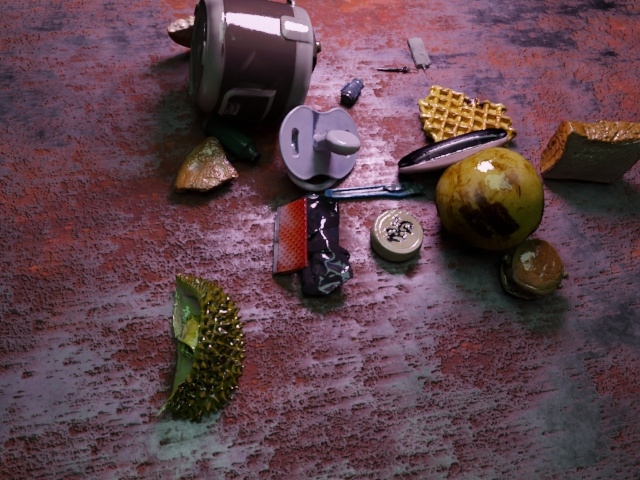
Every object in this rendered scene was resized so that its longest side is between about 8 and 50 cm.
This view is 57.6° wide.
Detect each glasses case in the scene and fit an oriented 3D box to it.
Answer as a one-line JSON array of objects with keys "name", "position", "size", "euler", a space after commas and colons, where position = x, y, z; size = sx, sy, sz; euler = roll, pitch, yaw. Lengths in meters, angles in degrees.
[{"name": "glasses case", "position": [0.370, -0.251, 1.635], "size": [0.314, 0.122, 0.075], "euler": [-17, 99, 4]}]

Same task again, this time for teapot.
[{"name": "teapot", "position": [0.093, -0.454, 1.780], "size": [0.049, 0.063, 0.083], "euler": [46, 59, -19]}]

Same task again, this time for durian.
[{"name": "durian", "position": [-0.272, 0.246, 1.357], "size": [0.169, 0.157, 0.356], "euler": [-14, 59, 26]}]

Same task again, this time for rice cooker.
[{"name": "rice cooker", "position": [-0.177, -0.481, 1.571], "size": [0.325, 0.335, 0.335], "euler": [2, 62, -22]}]

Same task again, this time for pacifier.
[{"name": "pacifier", "position": [0.028, -0.246, 1.547], "size": [0.279, 0.207, 0.228], "euler": [-7, 97, -39]}]

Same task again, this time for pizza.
[{"name": "pizza", "position": [-0.297, -0.193, 1.579], "size": [0.161, 0.062, 0.182], "euler": [15, 68, 5]}]

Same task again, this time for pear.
[{"name": "pear", "position": [0.444, -0.103, 1.526], "size": [0.283, 0.283, 0.284], "euler": [3, 63, -6]}]

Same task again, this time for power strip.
[{"name": "power strip", "position": [0.322, -0.609, 1.899], "size": [0.050, 0.019, 0.136], "euler": [-8, 65, -13]}]

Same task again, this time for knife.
[{"name": "knife", "position": [0.155, -0.137, 1.633], "size": [0.296, 0.026, 0.044], "euler": [-6, 76, -11]}]

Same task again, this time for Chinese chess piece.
[{"name": "Chinese chess piece", "position": [0.204, -0.014, 1.559], "size": [0.144, 0.058, 0.144], "euler": [3, 62, -7]}]

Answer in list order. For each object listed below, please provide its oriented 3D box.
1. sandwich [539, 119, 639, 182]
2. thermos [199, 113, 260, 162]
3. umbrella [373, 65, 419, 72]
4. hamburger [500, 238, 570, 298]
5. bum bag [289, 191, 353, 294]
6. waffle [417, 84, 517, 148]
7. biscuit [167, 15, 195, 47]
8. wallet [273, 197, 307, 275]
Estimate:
[{"name": "sandwich", "position": [0.775, -0.249, 1.661], "size": [0.251, 0.226, 0.087], "euler": [4, 65, -5]}, {"name": "thermos", "position": [-0.249, -0.282, 1.626], "size": [0.187, 0.073, 0.083], "euler": [39, 64, 12]}, {"name": "umbrella", "position": [0.244, -0.548, 1.858], "size": [0.148, 0.022, 0.022], "euler": [-3, 22, -9]}, {"name": "hamburger", "position": [0.567, 0.078, 1.521], "size": [0.184, 0.131, 0.159], "euler": [8, 66, -8]}, {"name": "bum bag", "position": [0.000, 0.000, 1.518], "size": [0.137, 0.074, 0.310], "euler": [-10, 64, -1]}, {"name": "waffle", "position": [0.443, -0.355, 1.764], "size": [0.283, 0.065, 0.309], "euler": [-26, 73, -17]}, {"name": "biscuit", "position": [-0.287, -0.625, 1.724], "size": [0.308, 0.204, 0.040], "euler": [-10, 88, -2]}, {"name": "wallet", "position": [-0.077, -0.010, 1.506], "size": [0.103, 0.020, 0.197], "euler": [-15, 62, 30]}]
